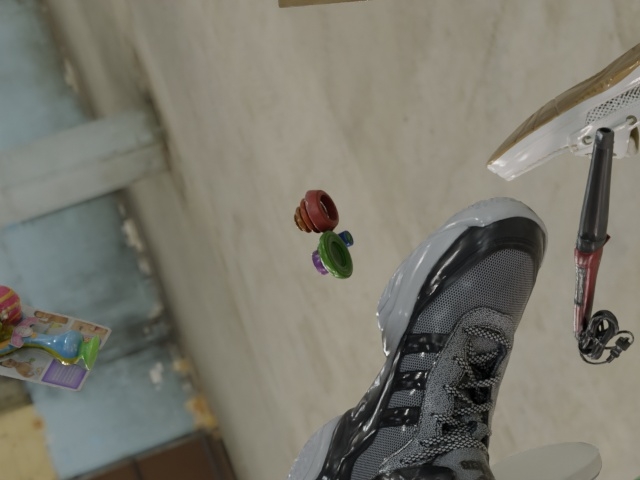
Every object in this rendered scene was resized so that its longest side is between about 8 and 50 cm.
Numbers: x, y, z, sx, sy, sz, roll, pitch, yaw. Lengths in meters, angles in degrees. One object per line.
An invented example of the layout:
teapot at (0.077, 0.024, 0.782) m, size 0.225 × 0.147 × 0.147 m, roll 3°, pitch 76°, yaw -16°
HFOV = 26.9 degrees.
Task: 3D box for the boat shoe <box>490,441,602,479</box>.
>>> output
boat shoe at (0.135, 0.207, 0.961) m, size 0.066 × 0.184 × 0.063 m, roll 6°, pitch 118°, yaw 51°

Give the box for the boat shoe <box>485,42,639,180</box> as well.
boat shoe at (0.304, -0.125, 1.421) m, size 0.096 × 0.277 × 0.098 m, roll 52°, pitch -150°, yaw -10°

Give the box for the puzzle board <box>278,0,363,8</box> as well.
puzzle board at (0.013, -0.279, 1.302) m, size 0.011 × 0.128 × 0.096 m, roll -13°, pitch -78°, yaw -61°

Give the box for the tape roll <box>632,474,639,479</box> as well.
tape roll at (0.447, 0.379, 1.431) m, size 0.321 × 0.077 × 0.321 m, roll 45°, pitch 150°, yaw 35°

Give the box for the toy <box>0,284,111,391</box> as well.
toy at (-0.363, 0.090, 1.510) m, size 0.137 × 0.237 × 0.056 m, roll -74°, pitch 1°, yaw -62°

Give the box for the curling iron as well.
curling iron at (0.290, 0.009, 1.373) m, size 0.068 × 0.035 × 0.274 m, roll 14°, pitch 123°, yaw 32°

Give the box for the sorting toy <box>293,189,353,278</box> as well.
sorting toy at (0.000, 0.000, 1.343) m, size 0.061 × 0.042 × 0.102 m, roll 26°, pitch -135°, yaw -52°

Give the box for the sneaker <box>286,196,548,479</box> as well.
sneaker at (0.088, 0.112, 0.827) m, size 0.101 × 0.269 × 0.153 m, roll 25°, pitch -171°, yaw -36°
